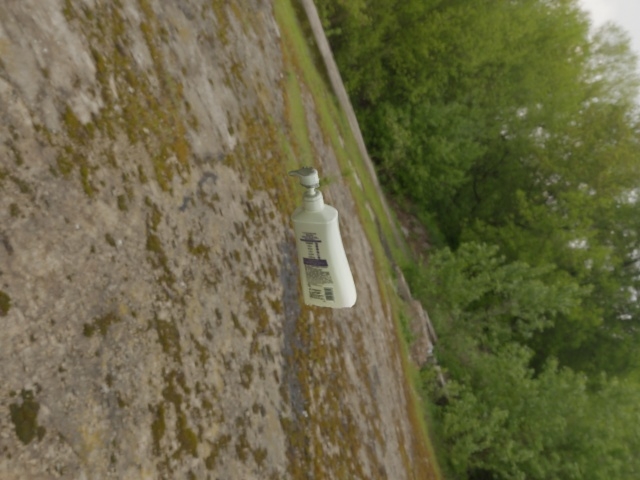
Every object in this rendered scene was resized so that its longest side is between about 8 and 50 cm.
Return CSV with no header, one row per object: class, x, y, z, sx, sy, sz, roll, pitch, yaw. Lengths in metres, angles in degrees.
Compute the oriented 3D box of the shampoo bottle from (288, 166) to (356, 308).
shampoo bottle,0.000,0.000,0.515,0.034,0.049,0.141,-56,145,-47
